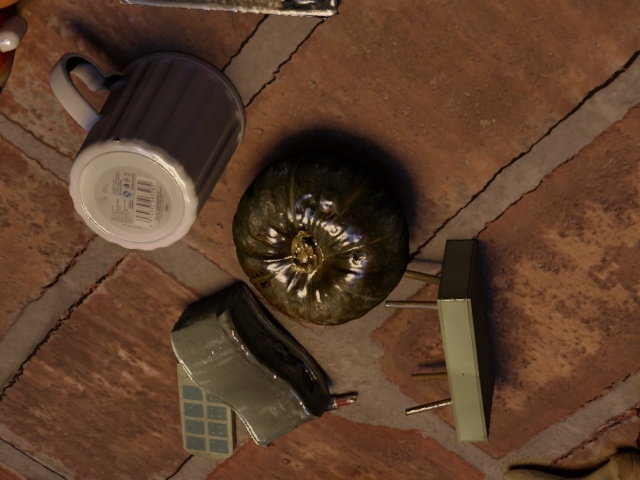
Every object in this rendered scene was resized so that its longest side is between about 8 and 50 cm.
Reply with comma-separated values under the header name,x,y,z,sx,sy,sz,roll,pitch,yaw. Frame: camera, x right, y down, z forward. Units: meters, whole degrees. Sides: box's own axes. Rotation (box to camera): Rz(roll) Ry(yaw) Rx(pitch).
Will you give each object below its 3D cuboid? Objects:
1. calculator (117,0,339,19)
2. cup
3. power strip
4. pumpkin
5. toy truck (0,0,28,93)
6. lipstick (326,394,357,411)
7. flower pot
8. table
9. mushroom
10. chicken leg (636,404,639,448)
name,x,y,z,sx,sy,sz,roll,pitch,yaw
calculator,-0.106,-0.324,1.267,0.262,0.021,0.161,6,127,8
cup,-0.215,-0.108,1.341,0.221,0.202,0.166,14,126,1
power strip,-0.167,0.240,1.702,0.080,0.029,0.226,7,128,8
pumpkin,0.000,0.000,1.401,0.224,0.157,0.223,8,118,15
toy truck,-0.406,-0.249,1.297,0.239,0.189,0.264,-11,124,10
lipstick,0.004,0.237,1.661,0.107,0.025,0.025,-15,123,23
flower pot,-0.093,0.174,1.588,0.108,0.103,0.229,-28,115,29
table,0.155,0.131,1.485,0.111,0.121,0.240,-2,125,15
mushroom,0.361,0.355,1.632,0.223,0.092,0.081,-16,165,28
chicken leg,0.466,0.274,1.551,0.205,0.093,0.053,39,88,-23
